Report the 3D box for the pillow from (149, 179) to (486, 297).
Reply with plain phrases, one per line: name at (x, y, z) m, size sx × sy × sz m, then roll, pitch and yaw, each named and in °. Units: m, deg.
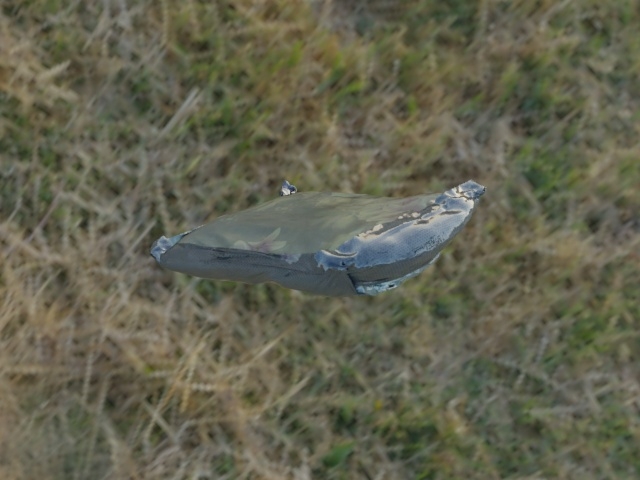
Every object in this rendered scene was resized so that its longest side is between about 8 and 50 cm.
pillow at (0.000, 0.000, 1.197) m, size 0.169 × 0.255 × 0.059 m, roll -30°, pitch 110°, yaw -36°
